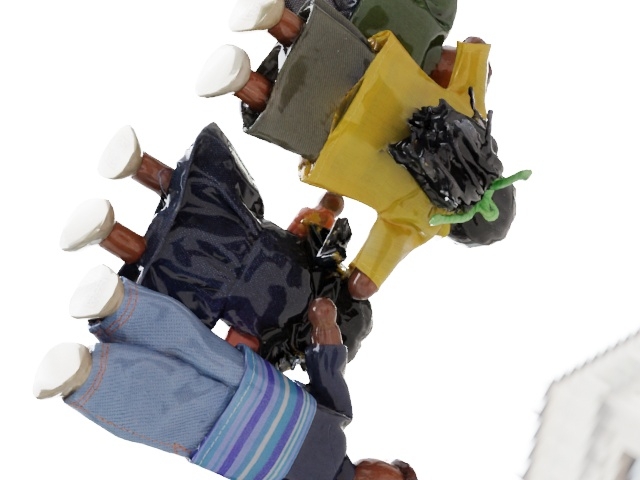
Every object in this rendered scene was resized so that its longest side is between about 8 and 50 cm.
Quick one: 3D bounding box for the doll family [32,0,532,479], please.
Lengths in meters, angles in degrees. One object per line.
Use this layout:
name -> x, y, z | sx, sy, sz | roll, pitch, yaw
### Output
doll family -> 0.000, 0.000, 0.533 | 0.111, 0.076, 0.193 | 34, -98, -28
